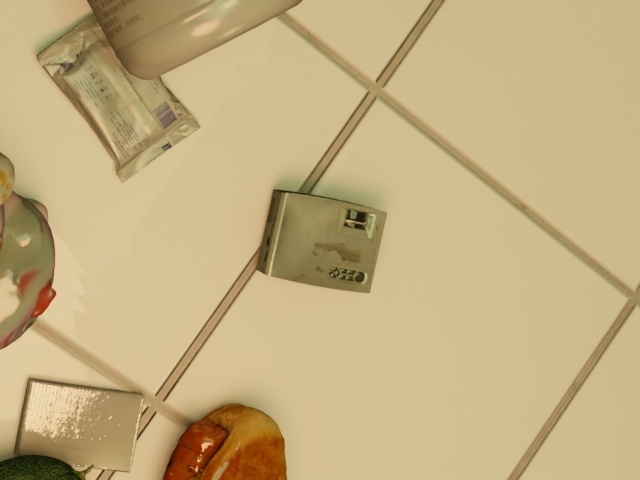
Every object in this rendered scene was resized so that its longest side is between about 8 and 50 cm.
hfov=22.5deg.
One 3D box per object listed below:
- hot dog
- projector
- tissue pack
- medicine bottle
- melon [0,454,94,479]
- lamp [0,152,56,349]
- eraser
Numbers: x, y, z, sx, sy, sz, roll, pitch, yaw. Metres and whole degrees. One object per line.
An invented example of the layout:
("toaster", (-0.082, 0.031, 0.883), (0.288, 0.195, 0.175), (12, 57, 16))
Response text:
("hot dog", (-0.126, 0.343, 2.047), (0.153, 0.150, 0.256), (-9, 102, -27))
("projector", (0.000, 0.000, 2.083), (0.147, 0.061, 0.115), (11, 95, -21))
("tissue pack", (-0.248, -0.183, 1.985), (0.122, 0.026, 0.193), (-37, 108, -12))
("medicine bottle", (-0.180, -0.366, 1.866), (0.245, 0.245, 0.306), (-29, 98, -14))
("melon", (-0.381, 0.368, 1.938), (0.288, 0.182, 0.182), (-40, 109, -10))
("lamp", (-0.431, 0.010, 1.825), (0.247, 0.301, 0.247), (14, 69, 15))
("eraser", (-0.303, 0.235, 2.030), (0.150, 0.023, 0.103), (10, 94, -20))
